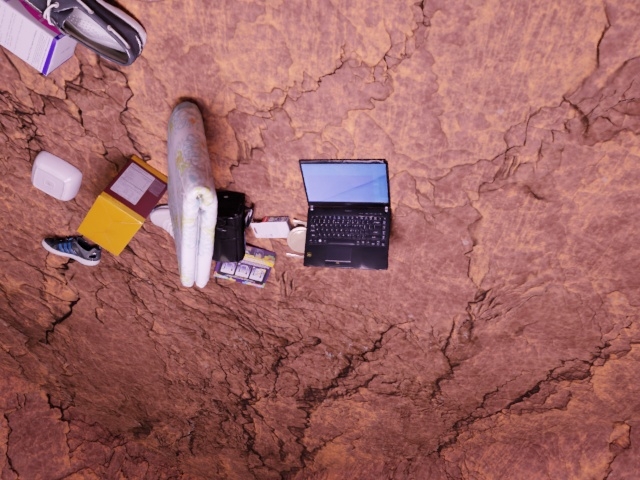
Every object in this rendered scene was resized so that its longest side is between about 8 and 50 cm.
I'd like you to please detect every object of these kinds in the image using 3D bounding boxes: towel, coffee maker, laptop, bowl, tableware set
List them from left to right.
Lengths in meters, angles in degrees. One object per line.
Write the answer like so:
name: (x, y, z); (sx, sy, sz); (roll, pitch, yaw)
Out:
bowl: (-0.803, -0.186, 1.499); (0.142, 0.053, 0.142); (32, 133, -13)
towel: (-0.325, -0.105, 1.257); (0.090, 0.320, 0.374); (-6, 141, -21)
coffee maker: (-0.273, -0.024, 1.407); (0.120, 0.171, 0.178); (18, 131, 16)
tableware set: (0.000, 0.000, 1.448); (0.194, 0.039, 0.128); (11, 119, -5)
laptop: (0.060, -0.064, 1.303); (0.235, 0.264, 0.136); (2, 170, 15)

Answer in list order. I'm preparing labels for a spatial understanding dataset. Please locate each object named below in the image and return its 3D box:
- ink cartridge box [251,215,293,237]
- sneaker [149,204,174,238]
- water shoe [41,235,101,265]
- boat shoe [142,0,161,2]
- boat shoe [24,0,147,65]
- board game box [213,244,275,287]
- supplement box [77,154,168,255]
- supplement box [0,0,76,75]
ink cartridge box: (-0.143, -0.039, 1.465); (0.115, 0.029, 0.062); (0, 133, 18)
sneaker: (-0.411, -0.030, 1.507); (0.229, 0.092, 0.087); (23, 137, -5)
water shoe: (-0.848, 0.016, 1.711); (0.203, 0.073, 0.080); (21, 109, -4)
boat shoe: (-0.428, -0.564, 0.994); (0.258, 0.095, 0.095); (20, 129, -3)
boat shoe: (-0.528, -0.486, 1.062); (0.303, 0.091, 0.114); (24, 143, -20)
board game box: (-0.242, 0.076, 1.576); (0.171, 0.048, 0.141); (16, 135, -12)
supplement box: (-0.550, -0.098, 1.408); (0.129, 0.194, 0.191); (37, 132, -18)
supplement box: (-0.673, -0.499, 1.113); (0.220, 0.111, 0.114); (34, 133, -17)
